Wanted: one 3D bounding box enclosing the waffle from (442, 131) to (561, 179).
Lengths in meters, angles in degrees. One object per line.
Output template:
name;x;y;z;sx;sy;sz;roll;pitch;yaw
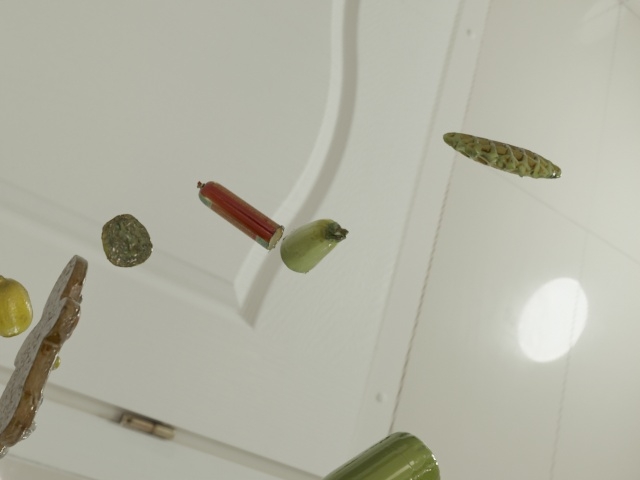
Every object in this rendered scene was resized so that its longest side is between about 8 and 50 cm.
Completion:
waffle;0.378;-0.175;1.511;0.207;0.214;0.054;29;-70;43

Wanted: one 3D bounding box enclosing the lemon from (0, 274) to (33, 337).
lemon;-0.519;0.107;1.199;0.082;0.082;0.111;-121;-162;-62

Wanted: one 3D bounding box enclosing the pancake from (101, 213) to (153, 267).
pancake;-0.368;0.001;1.382;0.017;0.108;0.108;-14;-127;46

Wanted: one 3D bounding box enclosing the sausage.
sausage;-0.214;-0.075;1.850;0.083;0.264;0.083;-50;166;-18

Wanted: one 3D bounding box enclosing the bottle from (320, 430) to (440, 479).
bottle;0.047;0.370;1.014;0.112;0.260;0.112;30;-50;42

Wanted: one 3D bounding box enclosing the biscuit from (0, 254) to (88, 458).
biscuit;-0.536;0.216;1.430;0.283;0.064;0.432;-36;-147;42

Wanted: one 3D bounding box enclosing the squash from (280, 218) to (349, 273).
squash;0.000;-0.014;2.090;0.287;0.137;0.137;-38;-146;53
